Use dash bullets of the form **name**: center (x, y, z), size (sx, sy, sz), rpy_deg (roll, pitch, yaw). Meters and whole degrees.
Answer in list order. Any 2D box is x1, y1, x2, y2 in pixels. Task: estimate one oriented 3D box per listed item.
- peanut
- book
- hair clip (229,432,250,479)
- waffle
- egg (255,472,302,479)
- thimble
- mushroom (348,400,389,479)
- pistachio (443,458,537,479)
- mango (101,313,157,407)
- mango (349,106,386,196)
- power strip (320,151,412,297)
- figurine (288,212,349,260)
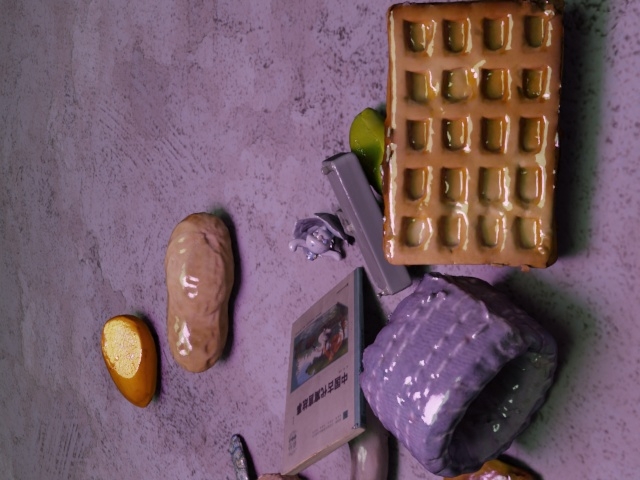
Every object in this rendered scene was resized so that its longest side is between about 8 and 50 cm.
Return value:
- **peanut**: center (-0.238, 0.104, 1.541), size (0.147, 0.147, 0.319), rpy_deg (14, 102, 48)
- **book**: center (0.007, 0.206, 1.260), size (0.215, 0.025, 0.283), rpy_deg (-45, 32, 41)
- **hair clip**: center (-0.134, 0.483, 1.543), size (0.229, 0.036, 0.066), rpy_deg (59, 140, 27)
- **waffle**: center (0.184, -0.128, 0.978), size (0.224, 0.098, 0.328), rpy_deg (1, 99, 11)
- **egg**: center (-0.073, 0.473, 1.419), size (0.140, 0.118, 0.116), rpy_deg (118, 173, -45)
- **thimble**: center (0.172, 0.168, 1.017), size (0.172, 0.205, 0.236), rpy_deg (43, 126, 39)
- **mushroom**: center (0.068, 0.331, 1.258), size (0.092, 0.081, 0.223), rpy_deg (-10, 89, 31)
- **pistachio**: center (0.223, 0.338, 1.098), size (0.173, 0.049, 0.090), rpy_deg (-21, 78, 48)
- **mango**: center (-0.426, 0.275, 1.817), size (0.141, 0.102, 0.217), rpy_deg (-21, 81, 25)
- **mango**: center (0.096, -0.131, 1.175), size (0.091, 0.074, 0.165), rpy_deg (-49, 46, 36)
- **power strip**: center (0.057, -0.026, 1.193), size (0.216, 0.061, 0.145), rpy_deg (66, 173, -9)
- **figurine**: center (0.000, 0.000, 1.300), size (0.086, 0.094, 0.082), rpy_deg (-42, 18, 13)
